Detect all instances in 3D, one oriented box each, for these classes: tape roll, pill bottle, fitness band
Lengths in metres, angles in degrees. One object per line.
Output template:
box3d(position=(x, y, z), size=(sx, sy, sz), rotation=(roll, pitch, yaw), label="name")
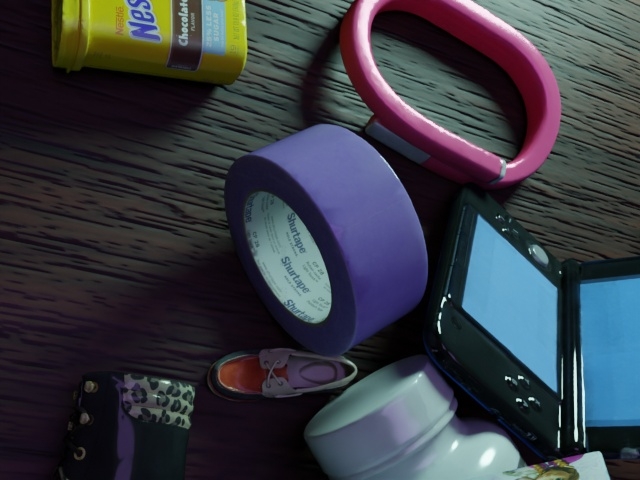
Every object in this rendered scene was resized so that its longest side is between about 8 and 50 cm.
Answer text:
box3d(position=(0.000, 0.000, 0.671), size=(0.080, 0.189, 0.189), rotation=(-27, 88, -28), label="tape roll")
box3d(position=(0.121, 0.267, 0.661), size=(0.176, 0.176, 0.318), rotation=(-32, 91, -29), label="pill bottle")
box3d(position=(0.151, -0.179, 0.869), size=(0.291, 0.054, 0.209), rotation=(26, 66, -18), label="fitness band")

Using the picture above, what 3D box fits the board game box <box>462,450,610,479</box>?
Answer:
box3d(position=(0.090, 0.343, 0.553), size=(0.318, 0.066, 0.318), rotation=(-18, 94, 14), label="board game box")

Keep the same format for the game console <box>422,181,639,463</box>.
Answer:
box3d(position=(0.256, 0.051, 0.725), size=(0.250, 0.173, 0.293), rotation=(42, 34, -12), label="game console")

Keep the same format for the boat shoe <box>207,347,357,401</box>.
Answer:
box3d(position=(-0.034, 0.122, 0.704), size=(0.137, 0.043, 0.049), rotation=(4, 76, -23), label="boat shoe")

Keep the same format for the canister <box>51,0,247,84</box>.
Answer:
box3d(position=(-0.160, -0.215, 0.721), size=(0.170, 0.073, 0.126), rotation=(2, 76, -26), label="canister")

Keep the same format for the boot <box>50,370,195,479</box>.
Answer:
box3d(position=(-0.204, 0.190, 0.583), size=(0.236, 0.085, 0.179), rotation=(12, 69, -29), label="boot")
